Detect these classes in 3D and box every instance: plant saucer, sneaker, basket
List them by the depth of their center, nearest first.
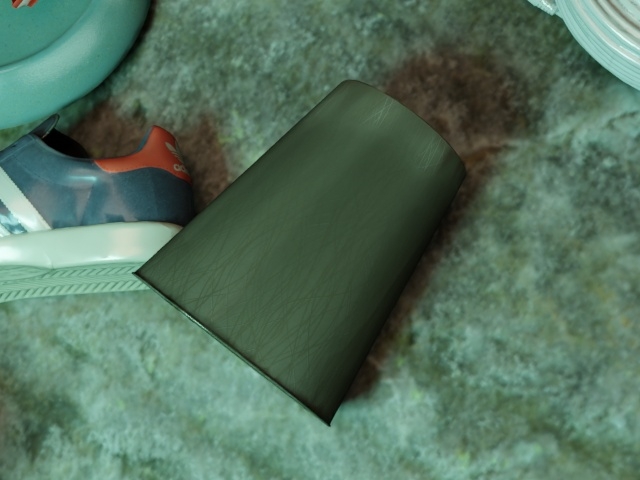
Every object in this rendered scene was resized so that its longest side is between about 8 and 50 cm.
[{"bbox_3d":[0.000,0.000,0.864,0.204,0.154,0.227,42,81,-26],"label":"basket"},{"bbox_3d":[-0.277,-0.030,0.947,0.350,0.131,0.148,-3,72,5],"label":"sneaker"},{"bbox_3d":[-0.312,-0.251,0.982,0.317,0.044,0.318,1,70,-3],"label":"plant saucer"}]

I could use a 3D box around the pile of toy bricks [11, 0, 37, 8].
[{"bbox_3d":[-0.242,-0.307,0.942,0.118,0.105,0.212,-34,53,38],"label":"pile of toy bricks"}]

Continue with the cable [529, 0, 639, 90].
[{"bbox_3d":[0.315,-0.237,0.874,0.257,0.089,0.257,-43,75,1],"label":"cable"}]
